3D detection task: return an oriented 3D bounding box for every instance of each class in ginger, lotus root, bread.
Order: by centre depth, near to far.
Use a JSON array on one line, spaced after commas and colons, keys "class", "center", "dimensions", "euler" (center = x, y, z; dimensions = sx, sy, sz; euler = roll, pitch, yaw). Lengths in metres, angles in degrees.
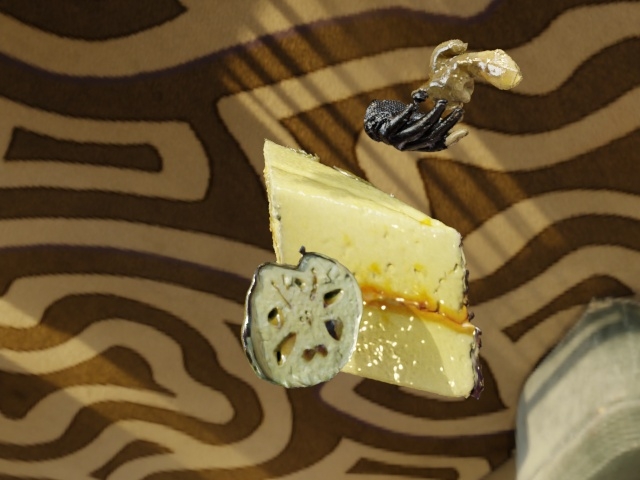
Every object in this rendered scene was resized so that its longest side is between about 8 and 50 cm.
[{"class": "lotus root", "center": [-0.038, 0.115, 1.302], "dimensions": [0.183, 0.203, 0.078], "euler": [20, 166, -23]}, {"class": "bread", "center": [0.084, 0.047, 1.504], "dimensions": [0.405, 0.242, 0.345], "euler": [6, 115, -2]}, {"class": "ginger", "center": [0.279, -0.303, 1.674], "dimensions": [0.214, 0.059, 0.133], "euler": [22, 107, 32]}]

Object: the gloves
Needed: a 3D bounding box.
[{"class": "gloves", "center": [0.183, -0.205, 1.638], "dimensions": [0.181, 0.106, 0.129], "euler": [22, 167, 30]}]
